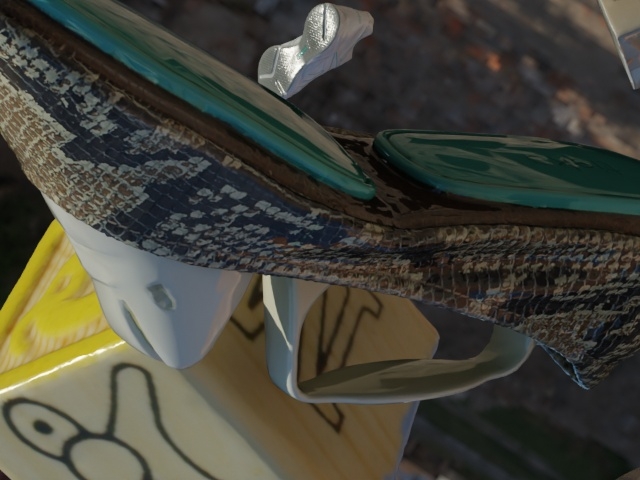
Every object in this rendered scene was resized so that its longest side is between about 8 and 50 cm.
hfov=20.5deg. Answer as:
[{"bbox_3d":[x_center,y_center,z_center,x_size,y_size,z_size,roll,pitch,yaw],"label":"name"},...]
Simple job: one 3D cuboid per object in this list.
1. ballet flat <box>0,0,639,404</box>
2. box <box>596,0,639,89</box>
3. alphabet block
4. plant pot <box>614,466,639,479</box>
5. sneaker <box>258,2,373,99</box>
[{"bbox_3d":[0.000,0.000,0.925,0.483,0.182,0.164,15,-162,-34],"label":"ballet flat"},{"bbox_3d":[0.431,-0.290,1.790,0.121,0.311,0.148,51,-161,-61],"label":"box"},{"bbox_3d":[-0.073,0.081,1.084,0.192,0.193,0.197,-23,120,33],"label":"alphabet block"},{"bbox_3d":[0.317,0.267,1.112,0.256,0.256,0.274,35,159,-21],"label":"plant pot"},{"bbox_3d":[-0.005,-0.173,1.670,0.061,0.053,0.152,-5,161,-39],"label":"sneaker"}]
